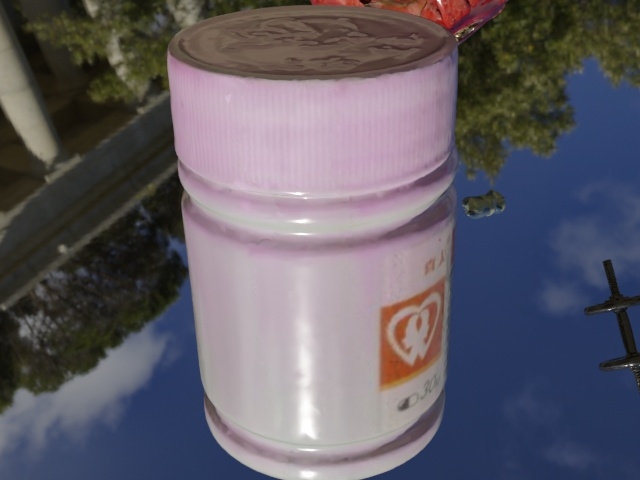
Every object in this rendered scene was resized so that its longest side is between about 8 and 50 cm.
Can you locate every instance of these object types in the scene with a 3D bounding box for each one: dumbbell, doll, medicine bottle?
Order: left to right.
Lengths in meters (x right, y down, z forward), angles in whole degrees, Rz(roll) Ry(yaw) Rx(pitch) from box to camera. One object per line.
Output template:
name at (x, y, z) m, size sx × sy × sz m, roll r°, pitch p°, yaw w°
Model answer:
medicine bottle at (0.000, 0.000, 0.678) m, size 0.202 × 0.315 × 0.202 m, roll -1°, pitch -151°, yaw 0°
doll at (0.241, -0.052, 1.337) m, size 0.027 × 0.037 × 0.125 m, roll -33°, pitch 169°, yaw 34°
dumbbell at (0.300, 0.090, 0.887) m, size 0.070 × 0.147 × 0.069 m, roll -13°, pitch 171°, yaw -2°

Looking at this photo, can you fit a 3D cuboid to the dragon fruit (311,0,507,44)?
dragon fruit at (0.106, -0.378, 1.109) m, size 0.296 × 0.301 × 0.295 m, roll -29°, pitch 174°, yaw -3°
